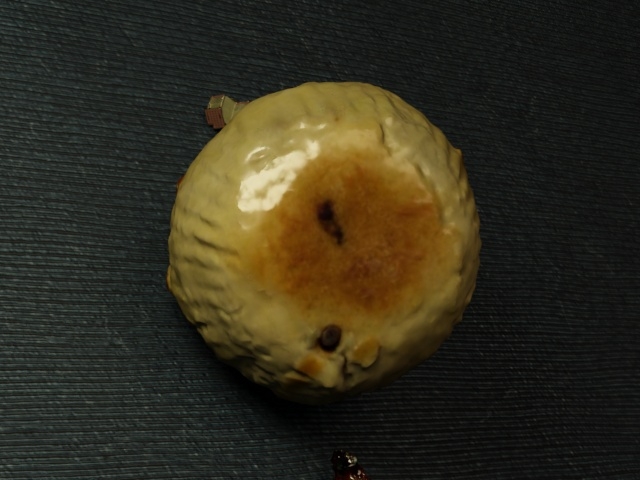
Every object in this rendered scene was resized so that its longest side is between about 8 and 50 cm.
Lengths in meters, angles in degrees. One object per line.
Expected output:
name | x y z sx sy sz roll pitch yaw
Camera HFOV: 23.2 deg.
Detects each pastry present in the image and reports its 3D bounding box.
pastry | 0.000 0.000 1.878 0.388 0.388 0.312 34 -1 -15

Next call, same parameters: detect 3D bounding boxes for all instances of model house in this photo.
model house | -0.115 -0.161 2.156 0.083 0.057 0.058 35 62 -44

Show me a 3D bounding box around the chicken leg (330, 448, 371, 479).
chicken leg | 0.058 0.351 1.831 0.105 0.063 0.234 -12 65 -42
